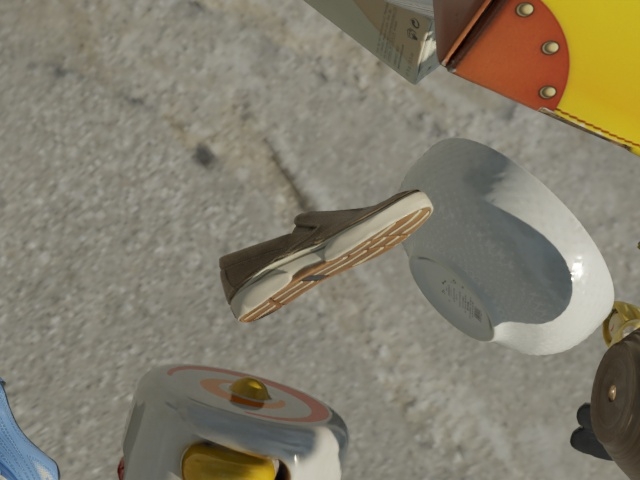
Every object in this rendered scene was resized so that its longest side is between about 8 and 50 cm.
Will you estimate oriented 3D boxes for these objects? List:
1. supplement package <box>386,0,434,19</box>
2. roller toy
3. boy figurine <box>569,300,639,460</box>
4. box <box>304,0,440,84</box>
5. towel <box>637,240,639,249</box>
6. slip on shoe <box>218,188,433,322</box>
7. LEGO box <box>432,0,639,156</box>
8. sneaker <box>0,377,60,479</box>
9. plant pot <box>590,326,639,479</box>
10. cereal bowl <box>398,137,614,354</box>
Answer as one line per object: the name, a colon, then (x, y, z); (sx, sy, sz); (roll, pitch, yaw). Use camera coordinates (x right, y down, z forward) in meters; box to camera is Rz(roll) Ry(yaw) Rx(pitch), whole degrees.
supplement package: (0.179, -0.243, 1.221); (0.244, 0.134, 0.139); (14, 97, -39)
roller toy: (-0.078, 0.186, 1.167); (0.209, 0.191, 0.146); (7, 99, -51)
boy figurine: (0.437, 0.180, 1.998); (0.092, 0.177, 0.285); (13, 42, 11)
box: (0.046, -0.340, 1.600); (0.311, 0.121, 0.148); (39, 62, 16)
towel: (0.301, -0.007, 1.097); (0.060, 0.083, 0.009); (47, 15, 23)
slip on shoe: (0.000, 0.000, 0.798); (0.051, 0.135, 0.041); (7, 55, -63)
LEGO box: (0.332, -0.234, 0.619); (0.373, 0.500, 0.193); (22, 40, -18)
sneaker: (-0.397, 0.177, 1.354); (0.330, 0.130, 0.147); (42, 28, -7)
plant pot: (0.380, 0.183, 1.558); (0.110, 0.237, 0.237); (10, 58, -11)
cereal bowl: (0.222, 0.031, 1.851); (0.141, 0.339, 0.339); (-42, 98, -18)
